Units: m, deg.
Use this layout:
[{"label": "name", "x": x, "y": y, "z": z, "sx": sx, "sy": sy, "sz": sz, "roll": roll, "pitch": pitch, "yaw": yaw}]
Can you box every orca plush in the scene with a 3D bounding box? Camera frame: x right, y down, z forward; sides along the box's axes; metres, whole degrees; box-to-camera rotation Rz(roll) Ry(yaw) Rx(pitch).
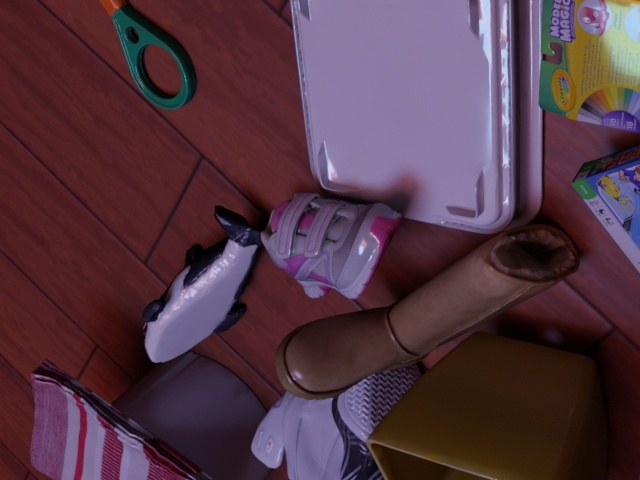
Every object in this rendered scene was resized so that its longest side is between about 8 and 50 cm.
[{"label": "orca plush", "x": -0.171, "y": 0.043, "z": 1.385, "sx": 0.102, "sy": 0.151, "sz": 0.287, "roll": 64, "pitch": 147, "yaw": 31}]

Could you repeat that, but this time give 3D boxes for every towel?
[{"label": "towel", "x": -0.286, "y": 0.336, "z": 1.471, "sx": 0.329, "sy": 0.037, "sz": 0.237, "roll": 30, "pitch": 133, "yaw": 19}]

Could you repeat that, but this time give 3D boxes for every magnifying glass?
[{"label": "magnifying glass", "x": -0.234, "y": -0.265, "z": 1.285, "sx": 0.092, "sy": 0.026, "sz": 0.231, "roll": -29, "pitch": 100, "yaw": 45}]

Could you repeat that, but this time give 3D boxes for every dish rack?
[{"label": "dish rack", "x": 0.086, "y": -0.159, "z": 1.070, "sx": 0.285, "sy": 0.072, "sz": 0.333, "roll": 13, "pitch": 126, "yaw": 31}]

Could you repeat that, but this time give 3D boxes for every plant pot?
[{"label": "plant pot", "x": 0.206, "y": 0.222, "z": 1.120, "sx": 0.212, "sy": 0.187, "sz": 0.212, "roll": 11, "pitch": 144, "yaw": 33}]

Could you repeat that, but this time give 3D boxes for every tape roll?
[{"label": "tape roll", "x": -0.208, "y": 0.313, "z": 1.541, "sx": 0.246, "sy": 0.169, "sz": 0.246, "roll": 20, "pitch": 129, "yaw": 27}]

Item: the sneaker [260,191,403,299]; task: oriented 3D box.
[{"label": "sneaker", "x": 0.000, "y": 0.000, "z": 1.155, "sx": 0.111, "sy": 0.103, "sz": 0.252, "roll": 34, "pitch": 159, "yaw": -15}]

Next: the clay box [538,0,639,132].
[{"label": "clay box", "x": 0.305, "y": -0.157, "z": 0.910, "sx": 0.222, "sy": 0.053, "sz": 0.127, "roll": 18, "pitch": 129, "yaw": 29}]

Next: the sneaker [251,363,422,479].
[{"label": "sneaker", "x": 0.014, "y": 0.320, "z": 1.293, "sx": 0.137, "sy": 0.366, "sz": 0.210, "roll": 23, "pitch": 158, "yaw": -32}]

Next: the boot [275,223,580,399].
[{"label": "boot", "x": 0.106, "y": 0.073, "z": 1.108, "sx": 0.269, "sy": 0.236, "sz": 0.089, "roll": -38, "pitch": 72, "yaw": 48}]

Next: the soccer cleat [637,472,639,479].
[{"label": "soccer cleat", "x": 0.432, "y": 0.282, "z": 1.096, "sx": 0.196, "sy": 0.076, "sz": 0.068, "roll": 7, "pitch": 146, "yaw": 15}]

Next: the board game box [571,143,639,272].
[{"label": "board game box", "x": 0.344, "y": -0.006, "z": 0.953, "sx": 0.201, "sy": 0.035, "sz": 0.136, "roll": 49, "pitch": 145, "yaw": -14}]
